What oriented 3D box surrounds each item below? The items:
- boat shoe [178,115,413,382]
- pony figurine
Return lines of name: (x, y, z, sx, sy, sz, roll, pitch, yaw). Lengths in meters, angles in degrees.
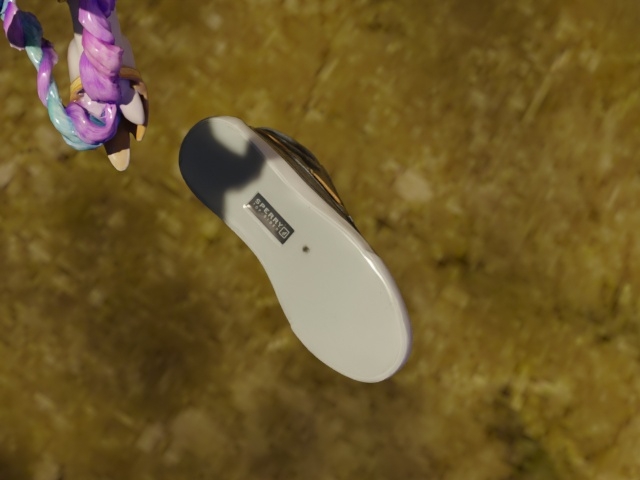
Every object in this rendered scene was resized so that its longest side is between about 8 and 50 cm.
boat shoe: (0.000, 0.000, 1.132, 0.065, 0.083, 0.183, -43, 76, 19)
pony figurine: (-0.188, -0.267, 1.594, 0.302, 0.364, 0.351, -9, 166, -10)
